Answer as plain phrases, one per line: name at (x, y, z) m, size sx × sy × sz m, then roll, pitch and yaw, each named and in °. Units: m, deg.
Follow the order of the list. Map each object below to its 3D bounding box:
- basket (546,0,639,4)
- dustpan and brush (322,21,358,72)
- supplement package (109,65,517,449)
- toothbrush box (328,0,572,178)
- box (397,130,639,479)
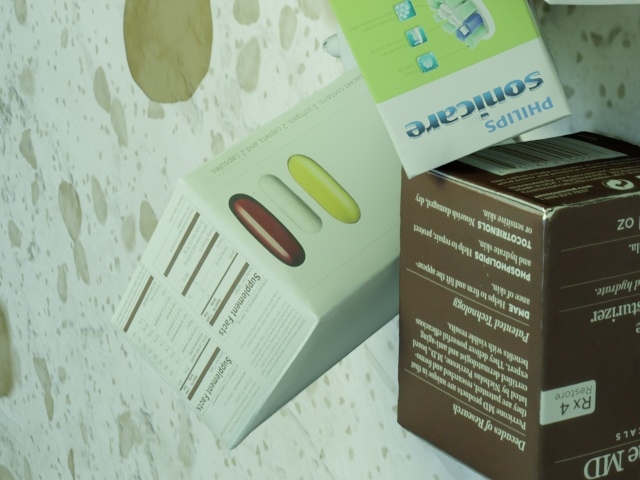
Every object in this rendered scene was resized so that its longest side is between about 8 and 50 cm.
basket at (0.200, -0.216, 0.987) m, size 0.113 × 0.167 × 0.103 m, roll 111°, pitch 145°, yaw -43°
dustpan and brush at (0.047, -0.165, 1.392) m, size 0.211 × 0.060 × 0.147 m, roll 2°, pitch 113°, yaw 54°
supplement package at (0.000, 0.000, 1.272) m, size 0.145 × 0.262 × 0.204 m, roll 45°, pitch 141°, yaw 10°
toothbrush box at (0.055, -0.217, 1.097) m, size 0.206 × 0.122 × 0.283 m, roll -87°, pitch -25°, yaw -66°
box at (0.165, 0.045, 1.119) m, size 0.167 × 0.168 × 0.203 m, roll 24°, pitch 120°, yaw 55°
